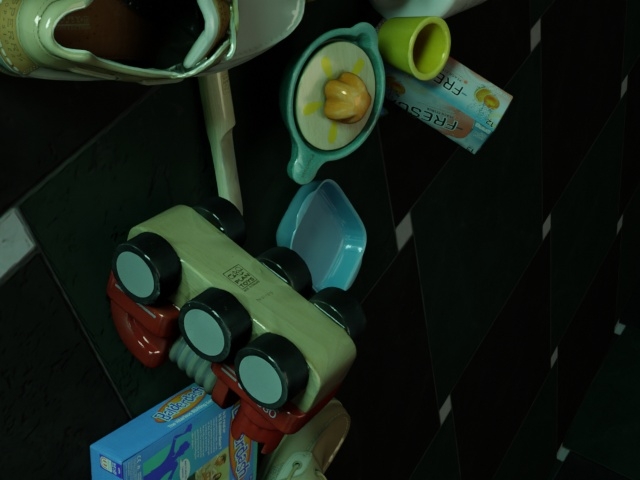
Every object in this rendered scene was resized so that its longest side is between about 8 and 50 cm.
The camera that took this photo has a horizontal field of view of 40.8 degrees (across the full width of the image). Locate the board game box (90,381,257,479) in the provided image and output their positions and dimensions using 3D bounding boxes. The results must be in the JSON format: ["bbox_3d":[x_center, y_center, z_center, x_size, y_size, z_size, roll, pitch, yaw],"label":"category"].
[{"bbox_3d":[-0.146,0.242,0.907,0.210,0.047,0.160,-25,125,-52],"label":"board game box"}]

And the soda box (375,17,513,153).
[{"bbox_3d":[0.130,-0.183,1.016,0.063,0.183,0.058,-56,178,-27],"label":"soda box"}]

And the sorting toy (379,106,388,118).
[{"bbox_3d":[0.044,-0.161,1.023,0.102,0.061,0.042,-23,95,-59],"label":"sorting toy"}]

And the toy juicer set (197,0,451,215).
[{"bbox_3d":[-0.002,-0.172,0.846,0.329,0.089,0.209,-45,134,-20],"label":"toy juicer set"}]

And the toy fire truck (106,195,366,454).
[{"bbox_3d":[-0.087,0.107,0.806,0.158,0.217,0.246,-35,156,-48],"label":"toy fire truck"}]

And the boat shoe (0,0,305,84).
[{"bbox_3d":[-0.110,-0.169,0.662,0.302,0.103,0.113,-24,123,-42],"label":"boat shoe"}]

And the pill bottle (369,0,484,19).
[{"bbox_3d":[0.158,-0.342,1.033,0.229,0.131,0.131,-34,132,-47],"label":"pill bottle"}]

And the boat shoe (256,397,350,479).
[{"bbox_3d":[-0.037,0.324,1.077,0.302,0.098,0.109,-45,140,-38],"label":"boat shoe"}]

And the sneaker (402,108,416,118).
[{"bbox_3d":[0.125,-0.195,1.125,0.166,0.065,0.076,-17,124,-53],"label":"sneaker"}]

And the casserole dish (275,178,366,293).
[{"bbox_3d":[0.000,0.000,1.038,0.114,0.037,0.188,-63,148,-17],"label":"casserole dish"}]
